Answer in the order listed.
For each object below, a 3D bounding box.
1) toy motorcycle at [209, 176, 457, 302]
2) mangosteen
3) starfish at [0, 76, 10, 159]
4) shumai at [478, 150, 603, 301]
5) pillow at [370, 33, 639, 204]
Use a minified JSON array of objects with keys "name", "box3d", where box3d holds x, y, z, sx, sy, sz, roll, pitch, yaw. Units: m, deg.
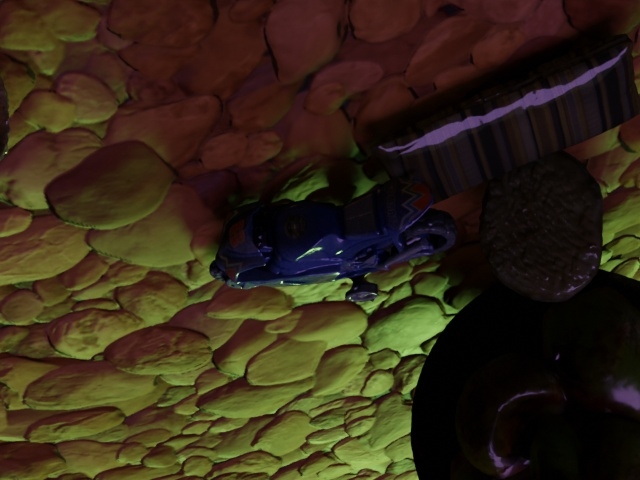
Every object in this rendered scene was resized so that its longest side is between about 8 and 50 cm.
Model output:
[{"name":"toy motorcycle","box3d":[0.000,0.000,1.086,0.205,0.076,0.114,-11,160,18]},{"name":"mangosteen","box3d":[0.217,0.167,1.246,0.311,0.311,0.311,-14,147,-9]},{"name":"starfish","box3d":[-0.311,-0.082,0.786,0.312,0.113,0.303,-25,151,-9]},{"name":"shumai","box3d":[0.183,-0.010,1.158,0.099,0.124,0.087,1,174,17]},{"name":"pillow","box3d":[0.143,-0.086,1.077,0.203,0.038,0.113,-22,151,6]}]
